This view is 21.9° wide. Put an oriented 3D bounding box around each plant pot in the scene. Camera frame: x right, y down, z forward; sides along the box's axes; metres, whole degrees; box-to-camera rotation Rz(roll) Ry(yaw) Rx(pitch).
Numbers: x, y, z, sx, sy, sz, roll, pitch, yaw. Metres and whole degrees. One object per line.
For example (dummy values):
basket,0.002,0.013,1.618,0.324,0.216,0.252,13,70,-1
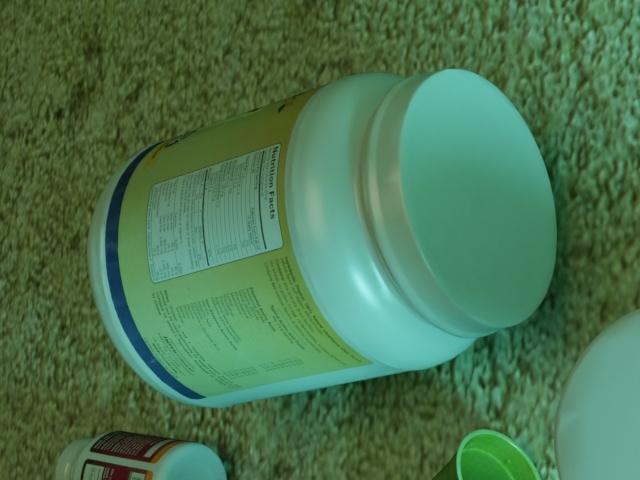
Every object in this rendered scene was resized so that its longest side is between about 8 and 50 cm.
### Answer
plant pot,0.109,0.194,1.225,0.079,0.083,0.083,-40,50,40

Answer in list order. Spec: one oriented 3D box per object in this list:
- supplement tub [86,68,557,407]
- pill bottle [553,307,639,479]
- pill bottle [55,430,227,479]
supplement tub,0.000,0.000,1.286,0.316,0.228,0.228,-15,65,39
pill bottle,0.270,0.130,0.920,0.176,0.318,0.176,-16,66,39
pill bottle,-0.161,0.212,1.458,0.152,0.086,0.086,2,76,44
